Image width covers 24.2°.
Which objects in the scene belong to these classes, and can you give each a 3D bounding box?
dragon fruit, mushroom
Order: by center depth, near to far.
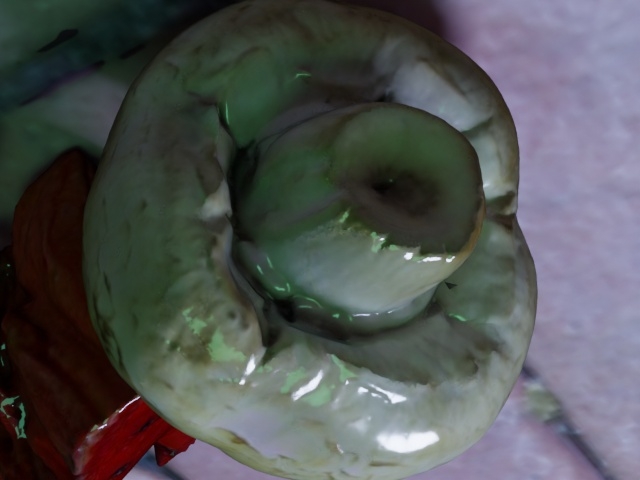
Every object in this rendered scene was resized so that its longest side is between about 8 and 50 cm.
[{"bbox_3d":[0.000,0.000,0.438,0.148,0.148,0.112,20,150,-17],"label":"mushroom"},{"bbox_3d":[-0.091,0.053,0.557,0.092,0.122,0.192,45,136,14],"label":"dragon fruit"}]
